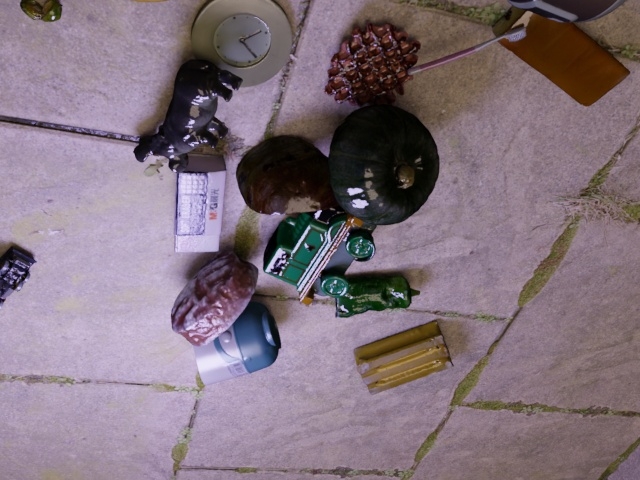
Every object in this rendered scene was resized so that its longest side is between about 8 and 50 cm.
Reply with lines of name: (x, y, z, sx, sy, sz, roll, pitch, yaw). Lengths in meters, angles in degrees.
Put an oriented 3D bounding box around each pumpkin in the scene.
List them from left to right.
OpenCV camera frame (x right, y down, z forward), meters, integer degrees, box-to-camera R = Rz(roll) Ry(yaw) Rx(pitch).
pumpkin: (-0.071, -0.164, 1.875, 0.312, 0.148, 0.169, -4, 117, 3)
pumpkin: (0.157, -0.185, 1.812, 0.300, 0.207, 0.300, -8, 105, -30)

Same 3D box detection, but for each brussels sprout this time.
brussels sprout: (-0.592, -0.490, 1.573, 0.083, 0.046, 0.051, 7, 135, -4)

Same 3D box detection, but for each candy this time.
candy: (-0.307, 0.161, 2.101, 0.157, 0.214, 0.289, 39, 91, -33)

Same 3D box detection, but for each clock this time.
clock: (-0.180, -0.460, 1.694, 0.234, 0.029, 0.235, -7, 132, -7)

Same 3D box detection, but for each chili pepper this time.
chili pepper: (0.178, 0.170, 2.306, 0.270, 0.099, 0.136, -3, 108, -1)

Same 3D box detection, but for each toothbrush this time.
toothbrush: (0.342, -0.440, 1.737, 0.286, 0.020, 0.025, -17, 130, 13)

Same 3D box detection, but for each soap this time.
soap: (0.285, 0.404, 2.547, 0.314, 0.091, 0.199, -21, 132, 9)

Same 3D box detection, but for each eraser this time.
eraser: (-0.323, -0.093, 1.962, 0.130, 0.086, 0.287, -1, 132, -12)

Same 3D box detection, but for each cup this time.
cup: (-0.260, 0.315, 2.286, 0.257, 0.219, 0.290, -15, 164, 2)

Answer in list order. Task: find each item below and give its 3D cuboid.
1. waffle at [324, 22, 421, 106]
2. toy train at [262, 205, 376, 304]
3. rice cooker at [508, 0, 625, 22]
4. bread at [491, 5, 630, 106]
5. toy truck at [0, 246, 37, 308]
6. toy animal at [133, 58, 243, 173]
waffle: (0.127, -0.417, 1.778, 0.221, 0.055, 0.234, 5, 135, -19)
toy train: (0.000, 0.000, 2.066, 0.249, 0.178, 0.429, 23, 124, -14)
rice cooker: (0.469, -0.617, 1.473, 0.325, 0.335, 0.335, 10, 129, -23)
bread: (0.592, -0.462, 1.813, 0.361, 0.077, 0.138, 25, 123, -30)
toy truck: (-0.871, 0.104, 2.033, 0.192, 0.092, 0.083, -42, 128, 15)
toy animal: (-0.313, -0.271, 1.746, 0.168, 0.106, 0.343, 36, 127, -9)
